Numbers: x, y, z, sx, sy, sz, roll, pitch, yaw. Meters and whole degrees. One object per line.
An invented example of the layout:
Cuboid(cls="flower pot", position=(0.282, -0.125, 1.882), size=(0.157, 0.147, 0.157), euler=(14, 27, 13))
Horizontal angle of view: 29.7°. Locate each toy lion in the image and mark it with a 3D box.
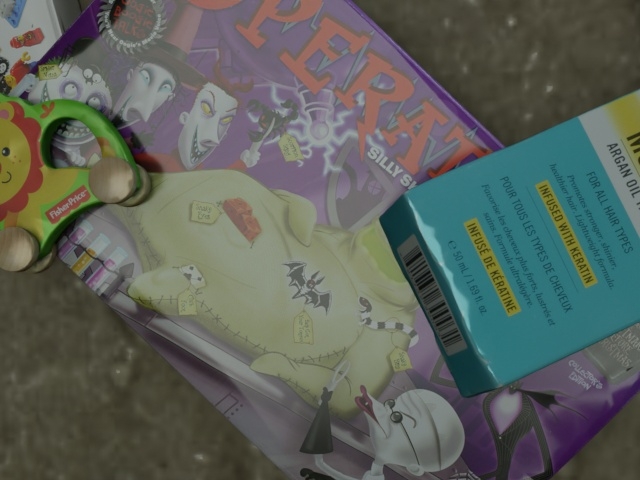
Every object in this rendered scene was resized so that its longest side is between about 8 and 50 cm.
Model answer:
Cuboid(cls="toy lion", position=(-0.152, -0.038, 0.620), size=(0.100, 0.034, 0.096), euler=(-34, 83, 7))

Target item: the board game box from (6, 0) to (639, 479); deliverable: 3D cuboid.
Cuboid(cls="board game box", position=(0.000, 0.000, 0.644), size=(0.347, 0.056, 0.208), euler=(43, 93, 1))

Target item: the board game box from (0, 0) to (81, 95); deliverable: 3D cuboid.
Cuboid(cls="board game box", position=(-0.260, -0.188, 0.725), size=(0.193, 0.053, 0.305), euler=(-16, 86, 10))

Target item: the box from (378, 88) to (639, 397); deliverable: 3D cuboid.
Cuboid(cls="box", position=(0.161, -0.019, 0.584), size=(0.244, 0.060, 0.100), euler=(-24, 83, -13))
